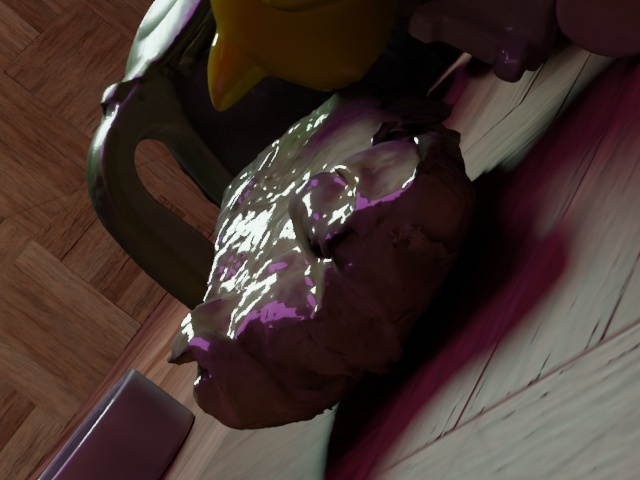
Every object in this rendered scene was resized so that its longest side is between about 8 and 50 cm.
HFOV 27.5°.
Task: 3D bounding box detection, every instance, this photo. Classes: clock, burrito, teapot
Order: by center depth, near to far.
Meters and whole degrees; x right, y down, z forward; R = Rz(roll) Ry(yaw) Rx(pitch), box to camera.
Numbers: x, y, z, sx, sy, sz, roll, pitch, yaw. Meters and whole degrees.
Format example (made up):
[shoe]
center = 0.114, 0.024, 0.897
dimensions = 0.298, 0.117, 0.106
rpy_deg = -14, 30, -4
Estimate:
[burrito]
center = 0.010, -0.008, 0.701
dimensions = 0.175, 0.107, 0.348
rpy_deg = -35, 10, 6
[clock]
center = -0.192, 0.203, 1.095
dimensions = 0.197, 0.068, 0.197
rpy_deg = -50, 6, 7
[teapot]
center = -0.078, -0.108, 1.182
dimensions = 0.321, 0.239, 0.239
rpy_deg = -57, 21, -2

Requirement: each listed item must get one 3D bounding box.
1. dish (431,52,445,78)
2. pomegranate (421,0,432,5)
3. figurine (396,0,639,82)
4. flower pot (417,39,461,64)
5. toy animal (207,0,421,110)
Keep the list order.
[dish]
center = 0.139, -0.245, 1.308
dimensions = 0.234, 0.064, 0.154
rpy_deg = -48, 7, 39
[pomegranate]
center = 0.140, -0.236, 0.842
dimensions = 0.222, 0.277, 0.204
rpy_deg = -93, 3, -78
[figurine]
center = 0.152, -0.199, 0.670
dimensions = 0.144, 0.182, 0.256
rpy_deg = 13, 46, 36
[flower pot]
center = 0.127, -0.359, 1.062
dimensions = 0.330, 0.293, 0.293
rpy_deg = -42, 8, 14
[toy animal]
center = -0.011, -0.167, 0.687
dimensions = 0.156, 0.156, 0.230
rpy_deg = -53, -11, -19
